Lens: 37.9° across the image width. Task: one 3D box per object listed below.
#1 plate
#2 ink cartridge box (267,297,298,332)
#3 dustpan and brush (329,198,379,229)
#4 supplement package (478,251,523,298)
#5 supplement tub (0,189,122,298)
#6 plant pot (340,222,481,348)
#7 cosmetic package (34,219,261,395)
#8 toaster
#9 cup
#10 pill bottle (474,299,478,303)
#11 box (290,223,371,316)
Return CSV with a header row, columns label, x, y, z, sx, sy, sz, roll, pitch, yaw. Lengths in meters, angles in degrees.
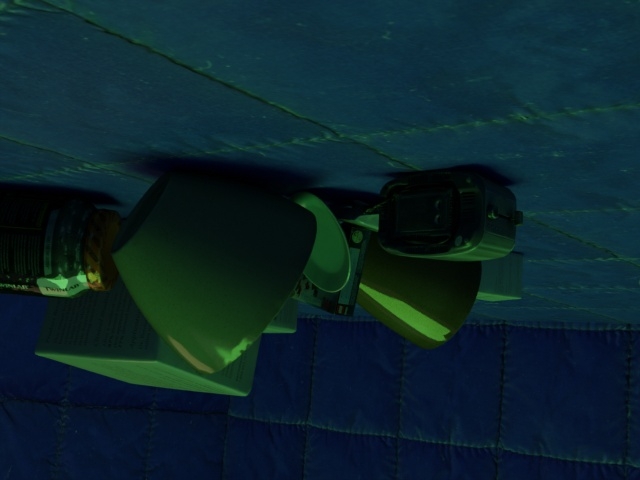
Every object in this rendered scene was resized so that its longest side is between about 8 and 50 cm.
label,x,y,z,sx,sy,sz,roll,pitch,yaw
plate,0.000,0.000,1.631,0.024,0.188,0.188,-22,-173,-31
ink cartridge box,-0.179,0.070,1.969,0.131,0.226,0.306,-3,167,36
dustpan and brush,0.120,-0.042,1.667,0.211,0.060,0.147,16,179,-26
supplement package,0.347,0.073,2.071,0.179,0.105,0.105,10,170,-26
supplement tub,-0.578,0.007,1.851,0.338,0.207,0.207,5,171,5
plant pot,0.141,0.060,1.829,0.254,0.237,0.237,24,165,-21
cosmetic package,-0.375,0.153,2.147,0.394,0.329,0.327,0,160,35
toaster,0.192,-0.031,1.426,0.227,0.129,0.146,-4,169,41
cup,-0.199,0.019,1.535,0.237,0.331,0.331,37,159,-20
pill bottle,0.334,0.133,2.448,0.112,0.112,0.187,9,170,-25
box,-0.002,0.041,1.741,0.044,0.159,0.233,10,-178,-32
